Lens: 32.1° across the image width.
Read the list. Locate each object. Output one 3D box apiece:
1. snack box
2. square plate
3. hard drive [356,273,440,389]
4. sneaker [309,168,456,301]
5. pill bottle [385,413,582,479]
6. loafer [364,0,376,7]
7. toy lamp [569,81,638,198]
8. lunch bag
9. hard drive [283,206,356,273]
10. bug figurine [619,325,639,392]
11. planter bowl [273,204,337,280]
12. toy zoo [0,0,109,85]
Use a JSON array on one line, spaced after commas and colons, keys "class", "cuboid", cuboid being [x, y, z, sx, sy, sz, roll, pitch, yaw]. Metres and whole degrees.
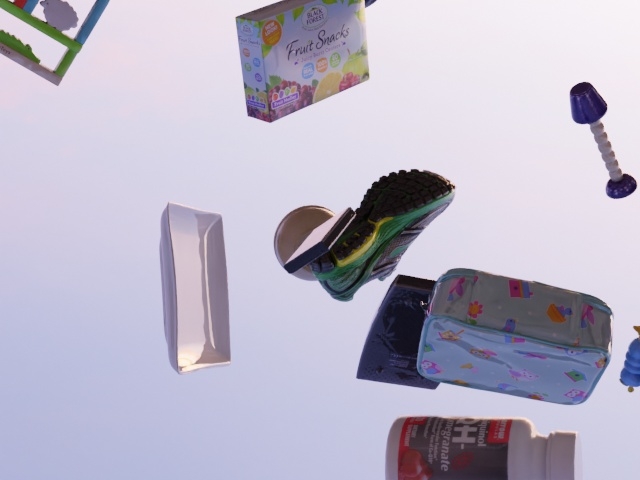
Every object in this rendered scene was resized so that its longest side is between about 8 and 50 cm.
[{"class": "snack box", "cuboid": [-0.014, -0.184, 1.070, 0.037, 0.100, 0.141, 19, -144, 41]}, {"class": "square plate", "cuboid": [-0.269, 0.103, 2.369, 0.049, 0.347, 0.344, -5, 176, 13]}, {"class": "hard drive", "cuboid": [0.167, 0.162, 1.981, 0.172, 0.255, 0.054, 9, -137, -9]}, {"class": "sneaker", "cuboid": [0.122, -0.016, 2.146, 0.343, 0.146, 0.134, -35, -137, -17]}, {"class": "pill bottle", "cuboid": [0.283, 0.390, 1.914, 0.318, 0.176, 0.176, -2, -156, 19]}, {"class": "loafer", "cuboid": [0.100, -0.429, 1.393, 0.109, 0.303, 0.095, 39, -168, 25]}, {"class": "toy lamp", "cuboid": [0.583, -0.208, 2.313, 0.080, 0.275, 0.080, -21, -148, 14]}, {"class": "lunch bag", "cuboid": [0.279, 0.147, 1.647, 0.279, 0.224, 0.108, 12, -120, 6]}, {"class": "hard drive", "cuboid": [0.000, 0.000, 1.863, 0.022, 0.094, 0.135, 51, -146, -9]}, {"class": "bug figurine", "cuboid": [0.490, 0.187, 1.546, 0.072, 0.216, 0.279, -3, -149, -11]}, {"class": "planter bowl", "cuboid": [-0.012, 0.014, 2.314, 0.162, 0.162, 0.109, 2, -169, -9]}, {"class": "toy zoo", "cuboid": [-0.372, -0.386, 1.537, 0.192, 0.293, 0.030, 29, -172, -23]}]
